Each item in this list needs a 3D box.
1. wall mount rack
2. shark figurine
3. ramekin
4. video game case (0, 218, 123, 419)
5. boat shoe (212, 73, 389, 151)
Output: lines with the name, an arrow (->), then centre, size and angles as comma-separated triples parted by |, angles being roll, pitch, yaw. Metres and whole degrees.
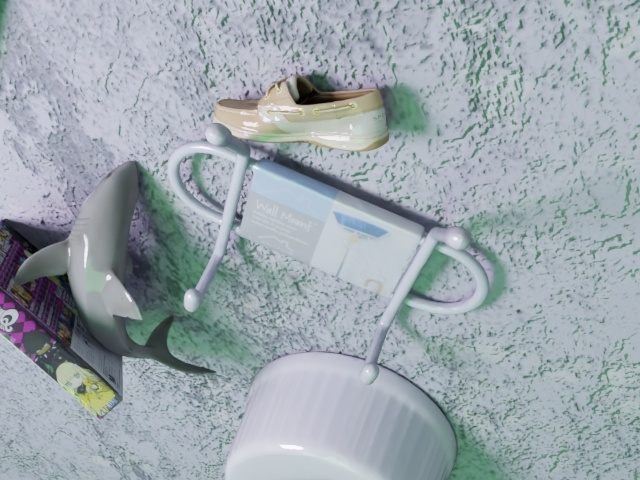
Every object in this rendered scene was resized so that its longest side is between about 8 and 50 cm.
wall mount rack -> 0.000, 0.000, 0.791 | 0.350, 0.130, 0.304 | 23, 143, 1
shark figurine -> -0.213, 0.074, 0.928 | 0.116, 0.166, 0.278 | 21, 136, 37
ramekin -> 0.017, 0.279, 1.043 | 0.277, 0.135, 0.277 | 12, 132, 14
video game case -> -0.312, 0.082, 0.973 | 0.042, 0.232, 0.210 | -43, 109, -1
boat shoe -> -0.019, -0.121, 0.766 | 0.170, 0.063, 0.059 | 8, 117, 19
